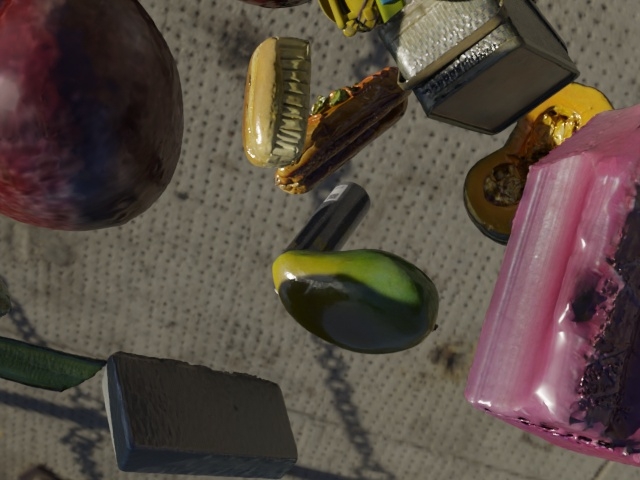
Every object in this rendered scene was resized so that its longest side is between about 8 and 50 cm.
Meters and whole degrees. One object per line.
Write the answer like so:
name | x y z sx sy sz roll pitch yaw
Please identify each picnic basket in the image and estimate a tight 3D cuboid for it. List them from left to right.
picnic basket | 0.214 -0.248 1.228 0.165 0.266 0.139 -36 72 28

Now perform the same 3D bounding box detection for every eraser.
eraser | -0.136 0.217 1.098 0.077 0.111 0.352 -29 152 24

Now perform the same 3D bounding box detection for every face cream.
face cream | 0.000 0.000 1.496 0.073 0.283 0.073 14 127 19

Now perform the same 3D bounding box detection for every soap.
soap | 0.265 0.022 0.779 0.220 0.325 0.127 26 169 -30

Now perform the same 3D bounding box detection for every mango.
mango | 0.041 0.066 1.022 0.191 0.085 0.122 5 130 30

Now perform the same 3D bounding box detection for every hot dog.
hot dog | 0.035 -0.231 1.857 0.117 0.349 0.158 48 169 14

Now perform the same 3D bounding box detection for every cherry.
cherry | -0.225 -0.115 0.777 0.230 0.203 0.300 2 151 20

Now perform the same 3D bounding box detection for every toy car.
toy car | 0.063 -0.409 1.480 0.142 0.248 0.200 -21 104 7

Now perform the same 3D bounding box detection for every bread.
bread | -0.083 -0.251 1.676 0.106 0.236 0.140 7 170 -16

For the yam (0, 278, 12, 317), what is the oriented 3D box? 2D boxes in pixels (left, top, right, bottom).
yam | -0.516 0.008 1.256 0.093 0.093 0.259 -31 93 31

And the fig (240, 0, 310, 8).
fig | -0.071 -0.369 1.032 0.235 0.235 0.214 16 142 -1

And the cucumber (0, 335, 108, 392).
cucumber | -0.456 0.211 1.530 0.220 0.070 0.046 20 166 -34

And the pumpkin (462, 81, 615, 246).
pumpkin | 0.405 -0.116 1.623 0.222 0.139 0.317 41 87 15
